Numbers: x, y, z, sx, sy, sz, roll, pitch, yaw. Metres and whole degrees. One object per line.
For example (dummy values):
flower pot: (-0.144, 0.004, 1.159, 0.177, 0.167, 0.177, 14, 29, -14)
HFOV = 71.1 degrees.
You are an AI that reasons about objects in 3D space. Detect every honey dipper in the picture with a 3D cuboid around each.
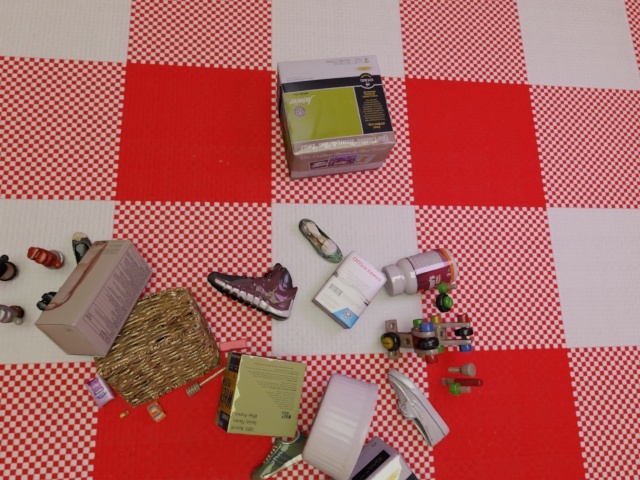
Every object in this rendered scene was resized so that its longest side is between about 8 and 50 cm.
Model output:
honey dipper: (-0.325, 0.411, 1.345, 0.160, 0.030, 0.030, -31, 83, -15)

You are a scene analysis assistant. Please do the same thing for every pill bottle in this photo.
pill bottle: (0.318, 0.106, 1.454, 0.221, 0.121, 0.121, -15, 79, -10)

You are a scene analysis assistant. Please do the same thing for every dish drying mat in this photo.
dish drying mat: (-0.270, 0.325, 1.383, 0.083, 0.008, 0.032, -8, 79, -10)

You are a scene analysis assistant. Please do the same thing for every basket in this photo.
basket: (-0.477, 0.302, 1.316, 0.299, 0.223, 0.213, -26, 47, -12)

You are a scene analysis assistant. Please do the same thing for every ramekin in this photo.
ramekin: (0.050, 0.511, 1.252, 0.135, 0.277, 0.277, 21, 75, 6)

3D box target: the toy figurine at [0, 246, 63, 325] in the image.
toy figurine: (-0.844, 0.131, 1.288, 0.213, 0.148, 0.210, -16, 85, -13)

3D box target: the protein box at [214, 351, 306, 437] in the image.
protein box: (-0.171, 0.435, 1.276, 0.199, 0.136, 0.201, 15, 74, -24)

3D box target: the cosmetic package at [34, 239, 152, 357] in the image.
cosmetic package: (-0.607, 0.152, 1.230, 0.129, 0.153, 0.296, -2, 43, 15)

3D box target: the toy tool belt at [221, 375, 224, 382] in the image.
toy tool belt: (-0.272, 0.442, 1.330, 0.052, 0.051, 0.083, -16, 78, 18)

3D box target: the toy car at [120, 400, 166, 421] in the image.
toy car: (-0.513, 0.507, 1.291, 0.122, 0.040, 0.060, -17, 80, -12)

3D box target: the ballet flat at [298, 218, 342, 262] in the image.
ballet flat: (0.000, 0.000, 1.466, 0.188, 0.070, 0.070, 42, 75, 3)

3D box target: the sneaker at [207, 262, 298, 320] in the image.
sneaker: (-0.199, 0.125, 1.401, 0.281, 0.106, 0.163, 29, 70, -11)

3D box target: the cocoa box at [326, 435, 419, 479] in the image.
cocoa box: (0.122, 0.758, 1.217, 0.347, 0.231, 0.228, -36, 86, -14)

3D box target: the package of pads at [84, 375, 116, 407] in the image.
package of pads: (-0.635, 0.435, 1.296, 0.050, 0.032, 0.083, -34, 83, -16)

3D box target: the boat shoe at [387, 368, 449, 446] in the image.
boat shoe: (0.284, 0.512, 1.368, 0.084, 0.095, 0.258, -39, 83, -18)

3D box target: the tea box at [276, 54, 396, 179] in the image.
tea box: (0.038, -0.402, 1.485, 0.328, 0.220, 0.324, -8, 77, -9)

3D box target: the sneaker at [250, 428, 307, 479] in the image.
sneaker: (-0.123, 0.621, 1.307, 0.192, 0.064, 0.086, -20, 79, -17)

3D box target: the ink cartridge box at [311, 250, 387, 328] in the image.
ink cartridge box: (0.092, 0.157, 1.430, 0.148, 0.086, 0.203, 40, 74, 3)

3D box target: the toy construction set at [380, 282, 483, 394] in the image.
toy construction set: (0.333, 0.333, 1.394, 0.257, 0.237, 0.309, -35, 102, -43)

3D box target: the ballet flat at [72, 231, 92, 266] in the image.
ballet flat: (-0.720, 0.053, 1.365, 0.057, 0.049, 0.173, -17, 80, -12)
